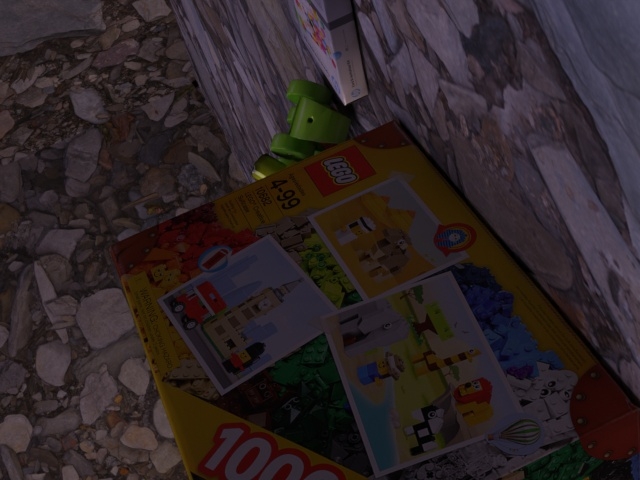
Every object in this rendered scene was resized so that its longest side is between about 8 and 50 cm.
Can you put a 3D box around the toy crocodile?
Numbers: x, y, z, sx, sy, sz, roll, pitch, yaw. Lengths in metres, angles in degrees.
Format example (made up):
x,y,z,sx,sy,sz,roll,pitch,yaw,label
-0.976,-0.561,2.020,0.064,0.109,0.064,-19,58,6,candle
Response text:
x,y,z,sx,sy,sz,roll,pitch,yaw,label
-0.012,-0.157,1.602,0.340,0.105,0.115,101,-175,-81,toy crocodile

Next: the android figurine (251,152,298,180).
x,y,z,sx,sy,sz,roll,pitch,yaw,label
0.019,-0.025,1.545,0.273,0.056,0.248,34,164,14,android figurine

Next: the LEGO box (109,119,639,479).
x,y,z,sx,sy,sz,roll,pitch,yaw,label
0.034,0.137,1.074,0.500,0.373,0.193,-123,10,-48,LEGO box

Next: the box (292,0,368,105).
x,y,z,sx,sy,sz,roll,pitch,yaw,label
0.003,-0.278,1.268,0.186,0.038,0.145,72,171,-54,box
